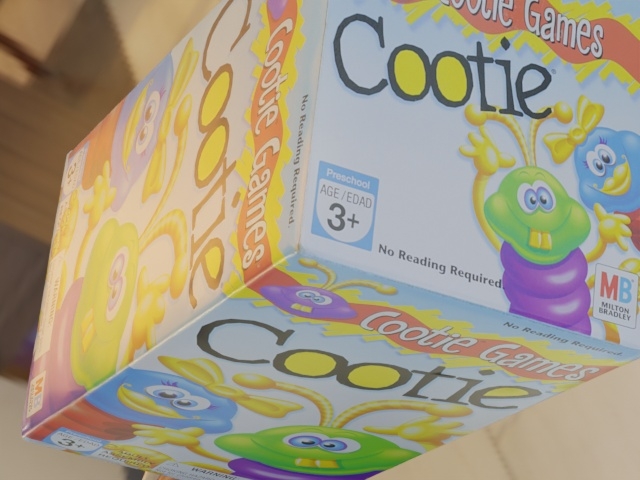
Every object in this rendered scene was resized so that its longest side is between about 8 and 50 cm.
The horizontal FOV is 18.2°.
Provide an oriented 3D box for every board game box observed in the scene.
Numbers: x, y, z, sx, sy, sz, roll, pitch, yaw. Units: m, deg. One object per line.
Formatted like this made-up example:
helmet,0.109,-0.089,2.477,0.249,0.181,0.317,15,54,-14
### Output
board game box,0.000,0.000,0.794,0.275,0.144,0.142,-35,43,57

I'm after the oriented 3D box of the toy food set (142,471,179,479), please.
toy food set,-0.038,0.163,0.973,0.218,0.071,0.128,20,78,36
